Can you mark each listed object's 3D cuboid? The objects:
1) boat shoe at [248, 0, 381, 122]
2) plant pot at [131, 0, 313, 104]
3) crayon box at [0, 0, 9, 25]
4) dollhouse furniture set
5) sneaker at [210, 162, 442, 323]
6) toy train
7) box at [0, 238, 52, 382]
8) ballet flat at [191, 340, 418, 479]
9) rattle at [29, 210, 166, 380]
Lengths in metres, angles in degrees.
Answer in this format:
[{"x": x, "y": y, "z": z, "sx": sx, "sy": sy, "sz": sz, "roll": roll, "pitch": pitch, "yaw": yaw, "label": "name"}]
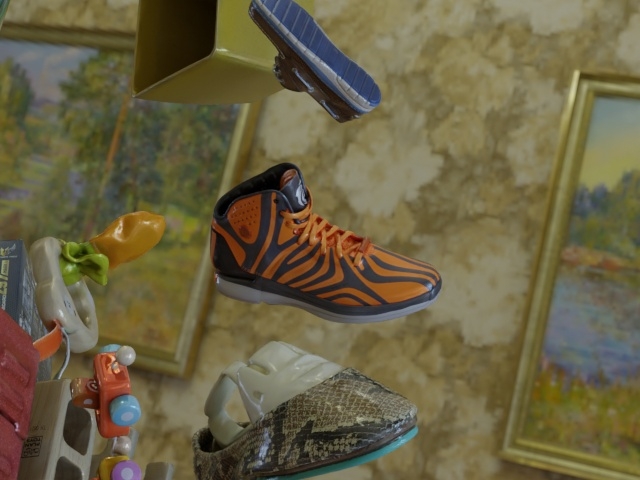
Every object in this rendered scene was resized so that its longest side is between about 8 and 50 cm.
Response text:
[{"x": -0.019, "y": -0.196, "z": 1.308, "sx": 0.183, "sy": 0.066, "sz": 0.066, "roll": 44, "pitch": -54, "yaw": -14, "label": "boat shoe"}, {"x": -0.126, "y": -0.302, "z": 1.671, "sx": 0.187, "sy": 0.212, "sz": 0.212, "roll": 14, "pitch": -19, "yaw": -38, "label": "plant pot"}, {"x": -0.392, "y": -0.103, "z": 1.085, "sx": 0.106, "sy": 0.313, "sz": 0.363, "roll": 23, "pitch": -13, "yaw": -17, "label": "crayon box"}, {"x": -0.291, "y": 0.194, "z": 0.970, "sx": 0.201, "sy": 0.152, "sz": 0.374, "roll": -7, "pitch": -34, "yaw": 16, "label": "dollhouse furniture set"}, {"x": 0.000, "y": 0.000, "z": 1.556, "sx": 0.321, "sy": 0.180, "sz": 0.124, "roll": 5, "pitch": 29, "yaw": 13, "label": "sneaker"}, {"x": -0.127, "y": 0.149, "z": 0.713, "sx": 0.046, "sy": 0.166, "sz": 0.125, "roll": -5, "pitch": -48, "yaw": -18, "label": "toy train"}, {"x": -0.446, "y": 0.140, "z": 1.744, "sx": 0.059, "sy": 0.183, "sz": 0.232, "roll": -5, "pitch": -39, "yaw": -3, "label": "box"}, {"x": -0.059, "y": 0.223, "z": 1.433, "sx": 0.164, "sy": 0.182, "sz": 0.483, "roll": -24, "pitch": -9, "yaw": -31, "label": "ballet flat"}, {"x": -0.221, "y": 0.057, "z": 1.191, "sx": 0.143, "sy": 0.130, "sz": 0.199, "roll": -6, "pitch": 16, "yaw": -7, "label": "rattle"}]
